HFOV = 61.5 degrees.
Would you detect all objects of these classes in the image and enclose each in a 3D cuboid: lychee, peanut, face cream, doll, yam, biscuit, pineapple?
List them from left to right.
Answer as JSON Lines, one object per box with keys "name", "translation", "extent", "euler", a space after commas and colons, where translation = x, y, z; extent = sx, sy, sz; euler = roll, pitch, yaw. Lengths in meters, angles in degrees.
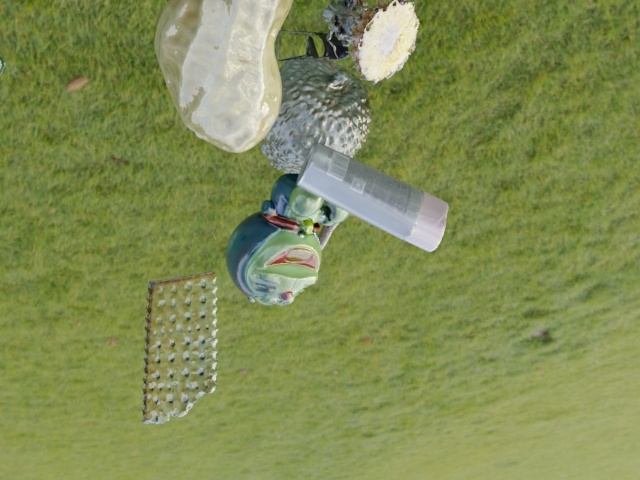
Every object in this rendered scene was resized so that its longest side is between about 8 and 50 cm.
{"name": "biscuit", "translation": [-0.195, 0.147, 0.747], "extent": [0.144, 0.203, 0.016], "euler": [-12, 163, 29]}
{"name": "peanut", "translation": [-0.093, -0.233, 0.535], "extent": [0.136, 0.120, 0.298], "euler": [6, 121, -12]}
{"name": "doll", "translation": [-0.076, 0.000, 1.104], "extent": [0.199, 0.186, 0.321], "euler": [15, 113, -44]}
{"name": "lychee", "translation": [-0.019, -0.271, 1.200], "extent": [0.256, 0.255, 0.274], "euler": [9, 144, -23]}
{"name": "yam", "translation": [0.000, 0.000, 1.757], "extent": [0.045, 0.326, 0.045], "euler": [36, 180, -3]}
{"name": "pineapple", "translation": [0.127, -0.654, 1.645], "extent": [0.263, 0.271, 0.262], "euler": [-29, 145, -23]}
{"name": "face cream", "translation": [0.094, -0.076, 0.939], "extent": [0.270, 0.107, 0.073], "euler": [24, 152, -11]}

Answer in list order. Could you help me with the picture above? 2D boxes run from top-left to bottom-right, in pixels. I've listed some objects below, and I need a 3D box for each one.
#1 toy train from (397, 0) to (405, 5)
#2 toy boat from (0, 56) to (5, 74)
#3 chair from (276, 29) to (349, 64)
{"name": "toy train", "translation": [0.194, -0.575, 1.174], "extent": [0.050, 0.138, 0.087], "euler": [-8, 125, 44]}
{"name": "toy boat", "translation": [-0.683, -0.307, 1.031], "extent": [0.104, 0.052, 0.210], "euler": [-2, 164, -45]}
{"name": "chair", "translation": [-0.027, -0.630, 1.845], "extent": [0.221, 0.140, 0.145], "euler": [-12, 159, -10]}
